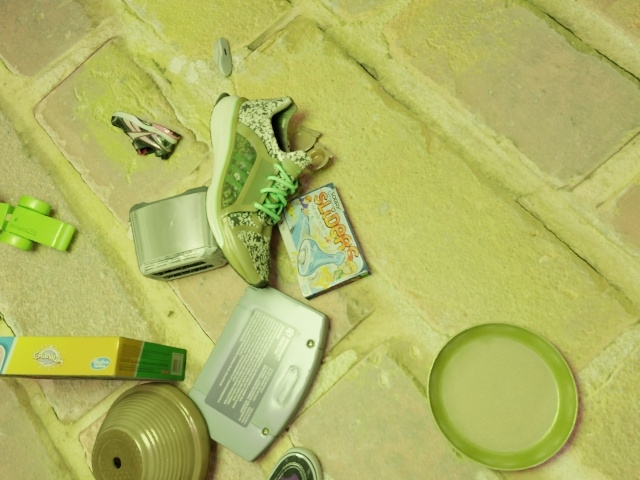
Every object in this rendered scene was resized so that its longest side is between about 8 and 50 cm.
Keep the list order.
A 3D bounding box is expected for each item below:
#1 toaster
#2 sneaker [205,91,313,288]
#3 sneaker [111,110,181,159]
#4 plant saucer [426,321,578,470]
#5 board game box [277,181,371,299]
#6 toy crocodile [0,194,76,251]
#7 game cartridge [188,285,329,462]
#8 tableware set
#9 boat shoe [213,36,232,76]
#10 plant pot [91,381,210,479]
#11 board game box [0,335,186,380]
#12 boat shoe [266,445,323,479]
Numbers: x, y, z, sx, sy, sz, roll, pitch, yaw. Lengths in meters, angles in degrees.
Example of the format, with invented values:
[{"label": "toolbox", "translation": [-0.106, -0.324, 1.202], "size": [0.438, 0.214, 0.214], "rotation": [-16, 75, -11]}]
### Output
[{"label": "toaster", "translation": [-0.286, -0.008, 1.051], "size": [0.227, 0.129, 0.146], "rotation": [-14, 74, 7]}, {"label": "sneaker", "translation": [-0.106, -0.115, 0.994], "size": [0.182, 0.158, 0.409], "rotation": [-11, 74, 20]}, {"label": "sneaker", "translation": [-0.407, -0.235, 1.176], "size": [0.178, 0.072, 0.077], "rotation": [23, 91, 23]}, {"label": "plant saucer", "translation": [0.305, 0.261, 0.889], "size": [0.241, 0.037, 0.240], "rotation": [-4, 73, 12]}, {"label": "board game box", "translation": [0.000, 0.000, 1.032], "size": [0.136, 0.035, 0.201], "rotation": [-24, 70, 5]}, {"label": "toy crocodile", "translation": [-0.707, -0.046, 1.180], "size": [0.341, 0.105, 0.115], "rotation": [13, 77, 11]}, {"label": "game cartridge", "translation": [-0.113, 0.243, 0.981], "size": [0.198, 0.062, 0.297], "rotation": [26, 82, 14]}, {"label": "tableware set", "translation": [-0.055, -0.164, 1.083], "size": [0.169, 0.020, 0.141], "rotation": [-41, 54, 0]}, {"label": "boat shoe", "translation": [-0.232, -0.421, 1.208], "size": [0.035, 0.035, 0.100], "rotation": [-20, 73, 36]}, {"label": "plant pot", "translation": [-0.325, 0.381, 0.931], "size": [0.238, 0.110, 0.237], "rotation": [-2, 84, 24]}, {"label": "board game box", "translation": [-0.448, 0.222, 0.963], "size": [0.317, 0.242, 0.064], "rotation": [-2, 73, 12]}, {"label": "boat shoe", "translation": [-0.080, 0.503, 0.872], "size": [0.108, 0.102, 0.301], "rotation": [18, 79, 17]}]
